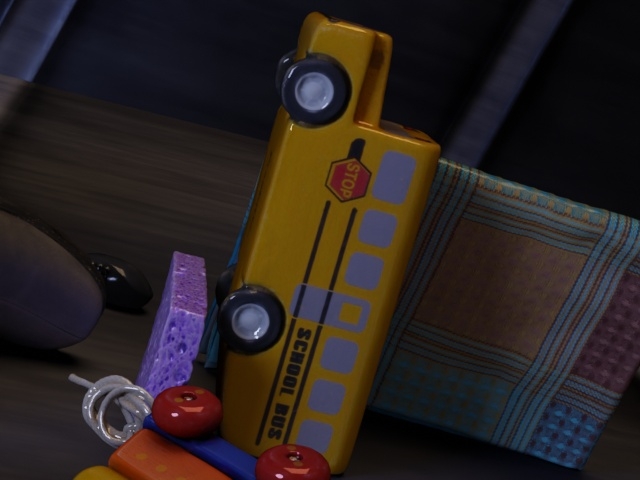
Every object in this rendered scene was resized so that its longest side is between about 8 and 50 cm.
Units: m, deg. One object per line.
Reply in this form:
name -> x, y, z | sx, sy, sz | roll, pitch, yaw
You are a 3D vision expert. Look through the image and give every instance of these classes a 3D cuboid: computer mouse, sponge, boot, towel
computer mouse -> -0.273, 0.013, 1.531 | 0.242, 0.041, 0.071 | 18, 6, 13
sponge -> -0.114, 0.084, 1.159 | 0.031, 0.117, 0.210 | 17, 9, -6
boot -> -0.302, 0.041, 1.140 | 0.338, 0.118, 0.222 | 30, 23, -28
towel -> 0.102, 0.054, 1.327 | 0.370, 0.271, 0.040 | 17, 35, -5

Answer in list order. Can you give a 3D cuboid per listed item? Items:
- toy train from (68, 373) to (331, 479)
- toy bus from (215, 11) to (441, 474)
toy train -> -0.120, 0.146, 0.887 | 0.248, 0.105, 0.143 | 24, 25, 37
toy bus -> 0.000, 0.000, 1.189 | 0.130, 0.332, 0.108 | 15, 10, -7
